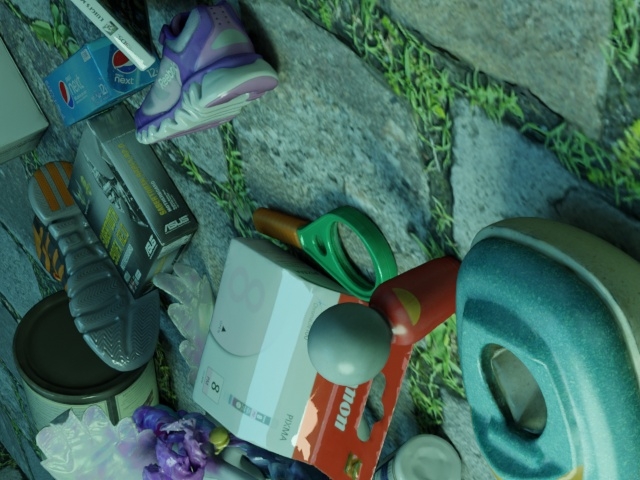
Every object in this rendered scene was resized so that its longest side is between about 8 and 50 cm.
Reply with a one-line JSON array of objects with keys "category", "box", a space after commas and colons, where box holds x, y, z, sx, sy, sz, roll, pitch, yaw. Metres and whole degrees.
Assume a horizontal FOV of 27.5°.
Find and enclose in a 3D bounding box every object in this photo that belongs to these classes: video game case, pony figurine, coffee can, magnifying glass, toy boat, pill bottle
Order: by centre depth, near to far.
[{"category": "toy boat", "box": [0.125, 0.099, 0.967, 0.318, 0.148, 0.267, 25, 138, 53]}, {"category": "video game case", "box": [-0.229, -0.259, 1.261, 0.173, 0.022, 0.190, 45, -168, -27]}, {"category": "magnifying glass", "box": [0.000, 0.000, 1.267, 0.231, 0.026, 0.092, 18, 132, 55]}, {"category": "pill bottle", "box": [0.090, 0.237, 1.289, 0.067, 0.067, 0.120, 56, 156, 11]}, {"category": "pony figurine", "box": [-0.140, 0.255, 1.576, 0.363, 0.303, 0.351, 26, 150, 30]}, {"category": "coffee can", "box": [-0.345, 0.231, 1.983, 0.201, 0.201, 0.275, 46, 152, 31]}]

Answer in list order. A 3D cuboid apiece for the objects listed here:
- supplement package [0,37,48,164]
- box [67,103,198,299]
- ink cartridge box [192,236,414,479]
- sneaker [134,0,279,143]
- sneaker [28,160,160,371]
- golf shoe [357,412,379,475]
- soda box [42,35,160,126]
[{"category": "supplement package", "box": [-0.556, -0.223, 1.902, 0.261, 0.204, 0.145, 61, 156, 1]}, {"category": "box", "box": [-0.243, -0.043, 1.658, 0.183, 0.056, 0.231, 57, 156, 7]}, {"category": "ink cartridge box", "box": [-0.025, 0.124, 1.292, 0.232, 0.066, 0.189, 33, 113, 47]}, {"category": "sneaker", "box": [-0.123, -0.162, 1.259, 0.236, 0.095, 0.104, -23, 89, 61]}, {"category": "sneaker", "box": [-0.319, 0.051, 1.865, 0.180, 0.125, 0.321, 118, 131, -67]}, {"category": "golf shoe", "box": [0.006, 0.154, 1.346, 0.198, 0.077, 0.094, 60, 151, 15]}, {"category": "soda box", "box": [-0.251, -0.187, 1.497, 0.210, 0.071, 0.067, -8, 108, 65]}]
